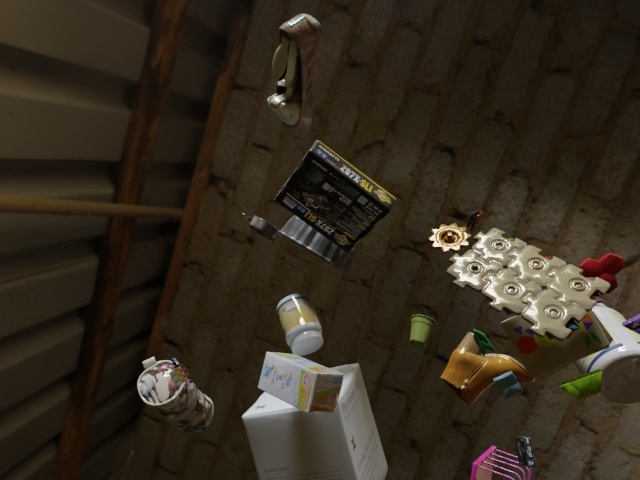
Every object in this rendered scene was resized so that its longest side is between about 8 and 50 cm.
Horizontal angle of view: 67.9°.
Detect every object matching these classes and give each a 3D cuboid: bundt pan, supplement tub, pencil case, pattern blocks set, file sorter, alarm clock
[{"bbox_3d":[0.000,0.000,1.899,0.124,0.330,0.331,-58,-11,-2],"label":"bundt pan"},{"bbox_3d":[-0.077,0.318,1.803,0.144,0.144,0.200,100,155,-45],"label":"supplement tub"},{"bbox_3d":[-0.512,0.569,1.719,0.410,0.159,0.184,82,165,-54],"label":"pencil case"},{"bbox_3d":[0.491,0.192,0.990,0.026,0.324,0.286,-22,-88,-75],"label":"pattern blocks set"},{"bbox_3d":[0.752,1.020,1.979,0.290,0.182,0.202,11,-93,-55],"label":"file sorter"},{"bbox_3d":[-0.255,-0.060,2.004,0.064,0.192,0.129,-56,17,-7],"label":"alarm clock"},{"bbox_3d":[0.990,0.377,1.650,0.325,0.235,0.236,-85,10,-65],"label":"supplement tub"}]

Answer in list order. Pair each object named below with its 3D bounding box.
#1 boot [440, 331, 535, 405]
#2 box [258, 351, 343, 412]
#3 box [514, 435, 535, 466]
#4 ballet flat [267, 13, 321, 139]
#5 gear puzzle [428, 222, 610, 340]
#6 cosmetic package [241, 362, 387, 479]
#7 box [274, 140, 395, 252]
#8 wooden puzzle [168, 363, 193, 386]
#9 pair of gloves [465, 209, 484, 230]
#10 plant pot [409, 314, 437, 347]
[{"bbox_3d":[0.569,0.477,1.634,0.211,0.295,0.104,-57,0,-13],"label":"boot"},{"bbox_3d":[-0.054,0.379,1.277,0.114,0.203,0.103,19,-98,-45],"label":"box"},{"bbox_3d":[0.504,0.519,1.171,0.083,0.018,0.067,71,-164,-69],"label":"box"},{"bbox_3d":[-0.073,-0.360,1.105,0.106,0.107,0.316,-38,-30,-35],"label":"ballet flat"},{"bbox_3d":[0.344,0.063,0.914,0.175,0.339,0.044,-37,-42,-23],"label":"gear puzzle"},{"bbox_3d":[-0.005,0.668,1.556,0.329,0.327,0.394,-19,-86,-72],"label":"cosmetic package"},{"bbox_3d":[0.043,-0.136,1.568,0.257,0.322,0.079,-48,10,43],"label":"box"},{"bbox_3d":[-0.433,0.417,1.466,0.049,0.083,0.006,-30,-6,-30],"label":"wooden puzzle"},{"bbox_3d":[0.442,-0.056,1.375,0.083,0.010,0.074,-10,-49,-51],"label":"pair of gloves"},{"bbox_3d":[0.306,0.281,1.453,0.083,0.083,0.079,91,-161,-60],"label":"plant pot"}]
